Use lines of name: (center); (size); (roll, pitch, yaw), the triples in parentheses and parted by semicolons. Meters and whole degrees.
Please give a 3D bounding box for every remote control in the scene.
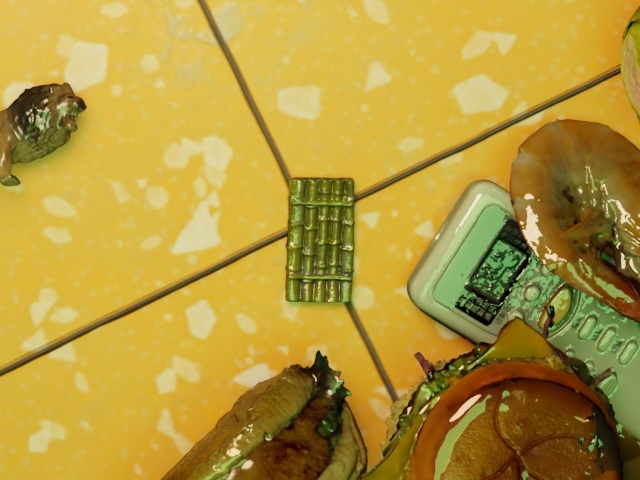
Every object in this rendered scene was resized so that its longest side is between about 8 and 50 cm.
remote control: (0.230, 0.072, 1.666); (0.296, 0.056, 0.140); (32, 97, -9)

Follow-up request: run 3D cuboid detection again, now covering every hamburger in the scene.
hamburger: (0.160, 0.193, 1.604); (0.262, 0.139, 0.243); (-40, 106, -4)
hamburger: (-0.077, 0.241, 1.591); (0.309, 0.211, 0.132); (-42, 96, 4)

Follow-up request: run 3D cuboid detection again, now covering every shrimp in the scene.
shrimp: (0.268, 0.016, 1.600); (0.152, 0.063, 0.287); (-22, 71, -27)

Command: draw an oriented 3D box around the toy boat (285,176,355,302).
toy boat: (0.000, 0.000, 1.650); (0.063, 0.016, 0.115); (0, 100, -5)

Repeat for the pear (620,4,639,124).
pear: (0.374, -0.160, 1.583); (0.220, 0.187, 0.187); (-15, 101, -16)

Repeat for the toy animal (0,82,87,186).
toy animal: (-0.307, -0.074, 1.586); (0.220, 0.069, 0.086); (-16, 80, -8)
